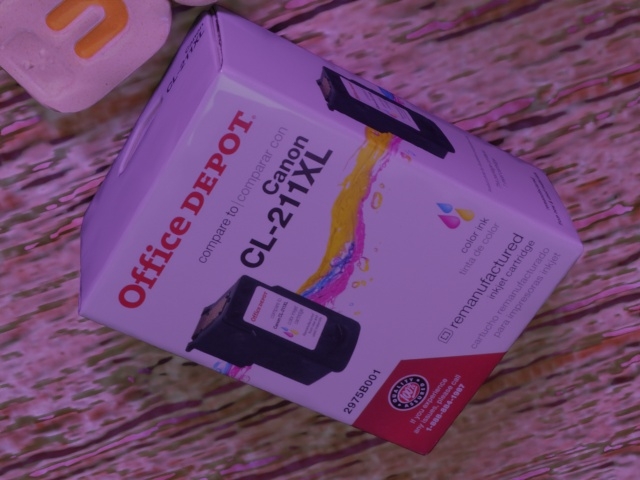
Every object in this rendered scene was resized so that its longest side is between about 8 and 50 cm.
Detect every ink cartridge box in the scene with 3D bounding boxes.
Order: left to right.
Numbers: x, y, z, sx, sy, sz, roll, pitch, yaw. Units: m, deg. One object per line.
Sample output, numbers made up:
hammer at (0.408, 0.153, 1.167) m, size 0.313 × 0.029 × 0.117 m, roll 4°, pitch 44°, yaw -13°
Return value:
ink cartridge box at (0.000, 0.000, 0.564) m, size 0.175 × 0.072 × 0.127 m, roll 24°, pitch 115°, yaw -20°

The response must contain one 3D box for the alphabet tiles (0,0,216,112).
alphabet tiles at (-0.142, -0.179, 0.470) m, size 0.278 × 0.021 × 0.284 m, roll -38°, pitch 118°, yaw 15°
